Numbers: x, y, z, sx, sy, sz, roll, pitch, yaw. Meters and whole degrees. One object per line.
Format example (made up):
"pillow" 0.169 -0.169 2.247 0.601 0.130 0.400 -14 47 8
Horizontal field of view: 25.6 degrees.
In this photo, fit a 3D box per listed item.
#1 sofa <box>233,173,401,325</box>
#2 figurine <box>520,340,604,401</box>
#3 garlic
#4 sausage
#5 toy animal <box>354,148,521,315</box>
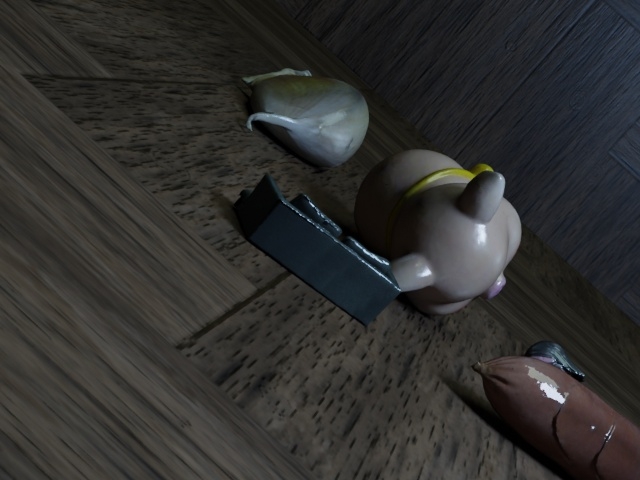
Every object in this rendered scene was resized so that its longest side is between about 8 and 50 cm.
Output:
"sofa" 0.000 0.000 1.237 0.147 0.060 0.085 37 11 -24
"figurine" 0.274 0.166 1.573 0.129 0.054 0.072 46 -9 15
"garlic" -0.013 -0.146 1.721 0.266 0.148 0.128 -100 177 -80
"sausage" 0.301 0.222 1.357 0.433 0.088 0.088 34 12 -28
"toy animal" 0.122 -0.018 1.501 0.149 0.165 0.248 32 7 -20
